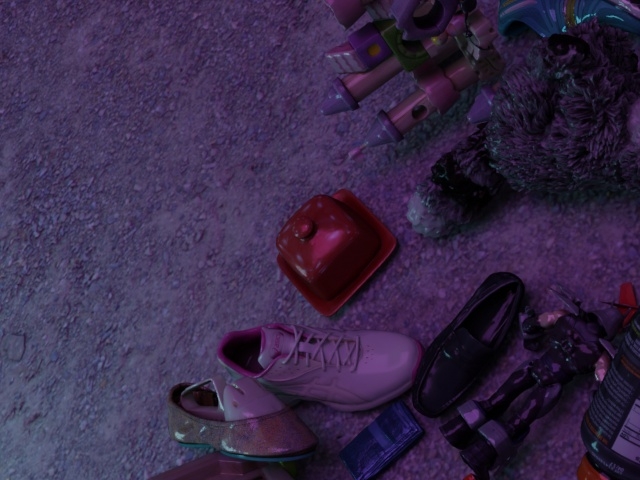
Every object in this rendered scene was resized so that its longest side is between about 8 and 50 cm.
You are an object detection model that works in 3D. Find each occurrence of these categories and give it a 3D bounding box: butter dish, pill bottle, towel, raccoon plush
[{"bbox_3d":[0.000,0.000,1.951,0.160,0.118,0.160,-47,50,5],"label":"butter dish"},{"bbox_3d":[0.386,0.194,1.560,0.130,0.130,0.245,41,119,39],"label":"pill bottle"},{"bbox_3d":[0.081,0.275,1.818,0.119,0.029,0.067,-43,50,8],"label":"towel"},{"bbox_3d":[0.353,-0.071,1.769,0.299,0.216,0.446,57,133,24],"label":"raccoon plush"}]

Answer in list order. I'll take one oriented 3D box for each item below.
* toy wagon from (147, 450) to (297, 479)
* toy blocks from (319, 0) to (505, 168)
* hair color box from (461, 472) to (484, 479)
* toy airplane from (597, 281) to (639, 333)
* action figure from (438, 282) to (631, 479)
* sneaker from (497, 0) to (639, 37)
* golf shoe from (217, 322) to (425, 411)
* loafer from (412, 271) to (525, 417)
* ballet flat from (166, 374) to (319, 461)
[{"bbox_3d":[-0.114,0.388,1.750,0.267,0.068,0.344,-20,29,-22],"label":"toy wagon"},{"bbox_3d":[0.096,-0.257,1.866,0.260,0.288,0.309,-35,36,7],"label":"toy blocks"},{"bbox_3d":[0.214,0.338,1.627,0.043,0.141,0.072,-39,52,10],"label":"hair color box"},{"bbox_3d":[0.424,0.091,1.687,0.151,0.028,0.151,-12,67,31],"label":"toy airplane"},{"bbox_3d":[0.282,0.177,1.696,0.285,0.099,0.185,-42,47,6],"label":"action figure"},{"bbox_3d":[0.369,-0.314,1.900,0.275,0.107,0.110,21,99,43],"label":"sneaker"},{"bbox_3d":[-0.007,0.169,1.859,0.306,0.140,0.115,-9,60,28],"label":"golf shoe"},{"bbox_3d":[0.195,0.137,1.771,0.076,0.078,0.223,35,86,-1],"label":"loafer"},{"bbox_3d":[-0.123,0.242,1.862,0.316,0.108,0.106,-4,98,50],"label":"ballet flat"}]
